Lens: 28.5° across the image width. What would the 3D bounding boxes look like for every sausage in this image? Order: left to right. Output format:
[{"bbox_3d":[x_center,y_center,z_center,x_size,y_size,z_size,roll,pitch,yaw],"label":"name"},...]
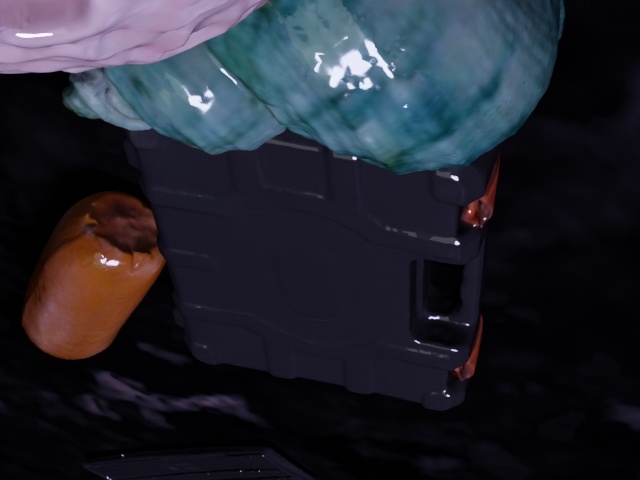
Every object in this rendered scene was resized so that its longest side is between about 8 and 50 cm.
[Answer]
[{"bbox_3d":[-0.161,0.030,0.875,0.076,0.076,0.197,24,150,-12],"label":"sausage"}]

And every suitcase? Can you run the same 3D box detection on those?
[{"bbox_3d":[0.000,0.000,0.758,0.206,0.066,0.285,10,148,11],"label":"suitcase"}]

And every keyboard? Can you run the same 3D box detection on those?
[{"bbox_3d":[-0.123,0.222,1.217,0.250,0.017,0.087,-11,140,39],"label":"keyboard"}]

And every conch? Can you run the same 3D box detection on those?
[{"bbox_3d":[-0.008,-0.094,0.539,0.202,0.134,0.196,-1,134,21],"label":"conch"}]

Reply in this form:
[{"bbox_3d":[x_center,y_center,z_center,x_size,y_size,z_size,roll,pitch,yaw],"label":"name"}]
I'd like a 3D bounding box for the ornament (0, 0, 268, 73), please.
[{"bbox_3d":[-0.088,-0.173,0.339,0.259,0.259,0.225,24,171,-13],"label":"ornament"}]
